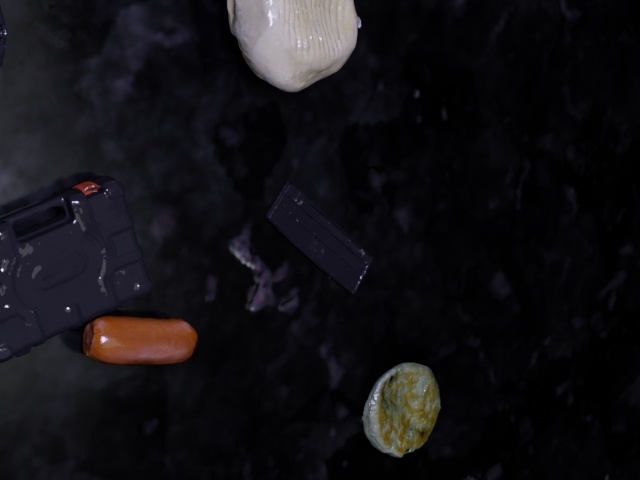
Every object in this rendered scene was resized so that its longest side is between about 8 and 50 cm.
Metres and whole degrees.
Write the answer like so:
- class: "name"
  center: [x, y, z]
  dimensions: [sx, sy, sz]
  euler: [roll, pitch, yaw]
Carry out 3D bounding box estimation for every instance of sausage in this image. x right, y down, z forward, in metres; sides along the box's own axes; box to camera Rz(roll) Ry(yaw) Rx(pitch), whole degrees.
- class: "sausage"
  center: [-0.283, 0.160, 2.001]
  dimensions: [0.197, 0.076, 0.076]
  euler: [5, 95, -39]

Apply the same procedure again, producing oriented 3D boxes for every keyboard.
- class: "keyboard"
  center: [0.000, 0.000, 2.224]
  dimensions: [0.250, 0.017, 0.087]
  euler: [42, 72, -35]

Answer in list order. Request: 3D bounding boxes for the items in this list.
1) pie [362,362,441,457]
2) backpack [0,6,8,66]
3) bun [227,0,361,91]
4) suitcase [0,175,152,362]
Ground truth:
- class: "pie"
  center: [0.155, 0.318, 2.382]
  dimensions: [0.186, 0.041, 0.187]
  euler: [-7, 102, -37]
- class: "backpack"
  center: [-0.531, -0.267, 1.693]
  dimensions: [0.258, 0.133, 0.206]
  euler: [-31, 135, -51]
- class: "bun"
  center: [-0.057, -0.360, 2.033]
  dimensions: [0.259, 0.160, 0.259]
  euler: [4, 85, -50]
- class: "suitcase"
  center: [-0.404, 0.041, 1.892]
  dimensions: [0.285, 0.066, 0.206]
  euler: [-26, 113, -31]
